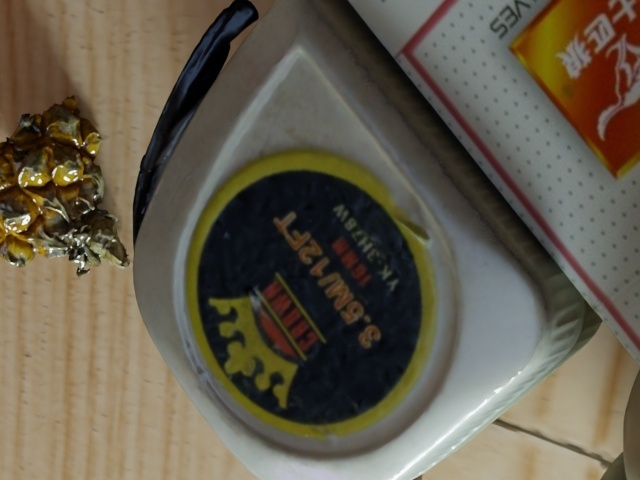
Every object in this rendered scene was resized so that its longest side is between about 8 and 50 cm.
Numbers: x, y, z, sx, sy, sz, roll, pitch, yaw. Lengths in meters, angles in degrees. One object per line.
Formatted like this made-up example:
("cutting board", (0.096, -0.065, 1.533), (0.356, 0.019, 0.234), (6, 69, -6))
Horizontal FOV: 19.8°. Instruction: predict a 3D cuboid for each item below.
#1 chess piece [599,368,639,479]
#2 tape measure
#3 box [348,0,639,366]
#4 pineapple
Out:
("chess piece", (0.194, 0.138, 0.861), (0.167, 0.167, 0.299), (41, 151, 16))
("tape measure", (0.000, 0.000, 1.006), (0.231, 0.133, 0.271), (-42, 79, 28))
("box", (0.138, -0.123, 0.874), (0.330, 0.095, 0.210), (53, 136, 10))
("pineapple", (-0.168, -0.018, 1.157), (0.114, 0.114, 0.077), (47, 163, -7))
